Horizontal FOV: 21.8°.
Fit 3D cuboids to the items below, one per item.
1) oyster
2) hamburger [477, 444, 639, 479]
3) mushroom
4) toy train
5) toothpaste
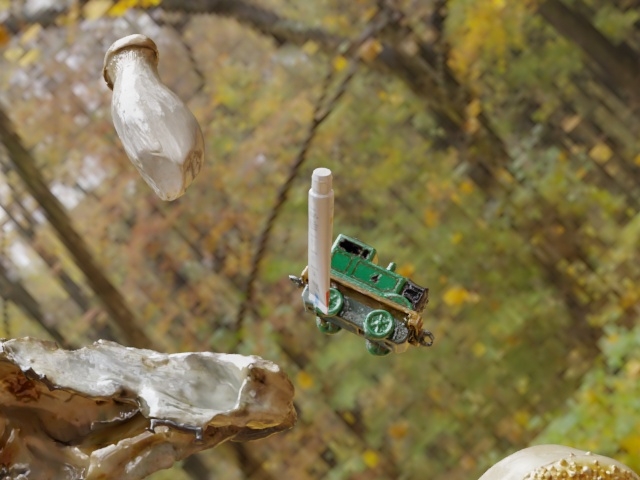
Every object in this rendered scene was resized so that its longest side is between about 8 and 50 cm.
[{"bbox_3d":[-0.191,0.152,1.529,0.198,0.336,0.133,75,-164,-46],"label":"oyster"},{"bbox_3d":[0.310,0.409,2.151,0.302,0.302,0.170,-44,28,-3],"label":"hamburger"},{"bbox_3d":[-0.190,-0.138,1.896,0.088,0.212,0.097,-30,-33,2],"label":"mushroom"},{"bbox_3d":[0.066,0.078,2.354,0.091,0.227,0.136,80,-146,-67],"label":"toy train"},{"bbox_3d":[0.000,0.000,2.040,0.031,0.048,0.190,-16,-56,-28],"label":"toothpaste"}]
